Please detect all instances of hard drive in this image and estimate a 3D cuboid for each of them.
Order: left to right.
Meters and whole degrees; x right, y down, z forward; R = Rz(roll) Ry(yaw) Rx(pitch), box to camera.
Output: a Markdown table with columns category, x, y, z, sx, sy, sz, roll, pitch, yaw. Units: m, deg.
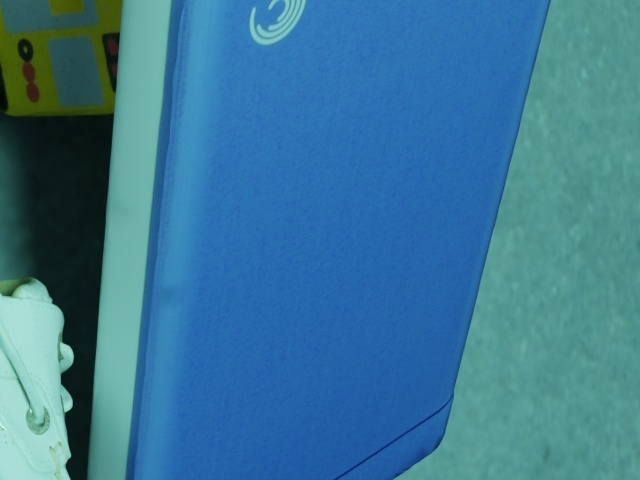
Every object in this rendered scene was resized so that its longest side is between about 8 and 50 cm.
| category | x | y | z | sx | sy | sz | roll | pitch | yaw |
| --- | --- | --- | --- | --- | --- | --- | --- | --- | --- |
| hard drive | 0.000 | 0.000 | 0.718 | 0.210 | 0.040 | 0.319 | -28 | 141 | -39 |

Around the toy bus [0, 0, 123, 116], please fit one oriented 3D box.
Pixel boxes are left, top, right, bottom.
| category | x | y | z | sx | sy | sz | roll | pitch | yaw |
| --- | --- | --- | --- | --- | --- | --- | --- | --- | --- |
| toy bus | -0.001 | -0.142 | 0.771 | 0.332 | 0.130 | 0.108 | -23 | 106 | -44 |

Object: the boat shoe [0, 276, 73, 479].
| category | x | y | z | sx | sy | sz | roll | pitch | yaw |
| --- | --- | --- | --- | --- | --- | --- | --- | --- | --- |
| boat shoe | -0.131 | 0.047 | 0.660 | 0.096 | 0.098 | 0.277 | -45 | 119 | -35 |
